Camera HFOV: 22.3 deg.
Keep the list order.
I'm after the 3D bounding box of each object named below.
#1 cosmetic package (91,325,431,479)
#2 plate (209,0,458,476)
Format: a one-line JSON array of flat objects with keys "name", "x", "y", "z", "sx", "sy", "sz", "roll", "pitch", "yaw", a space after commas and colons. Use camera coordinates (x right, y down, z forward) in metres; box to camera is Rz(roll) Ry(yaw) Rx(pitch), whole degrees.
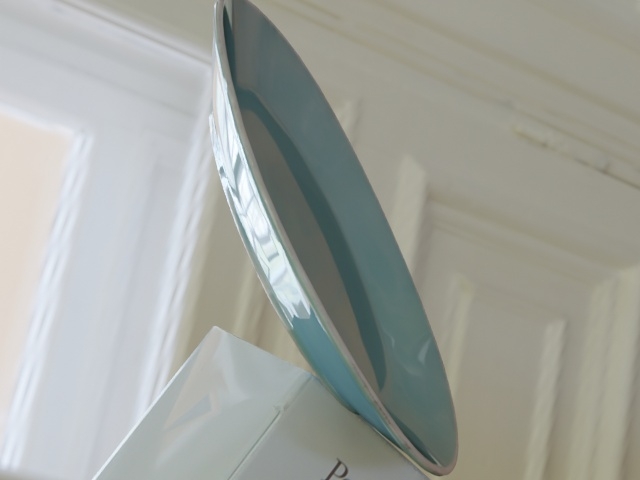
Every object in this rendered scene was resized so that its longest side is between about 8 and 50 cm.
[{"name": "cosmetic package", "x": 0.011, "y": 0.261, "z": 0.670, "sx": 0.284, "sy": 0.377, "sz": 0.097, "roll": -50, "pitch": 28, "yaw": -9}, {"name": "plate", "x": 0.000, "y": 0.000, "z": 0.579, "sx": 0.024, "sy": 0.188, "sz": 0.188, "roll": -26, "pitch": 45, "yaw": 12}]
